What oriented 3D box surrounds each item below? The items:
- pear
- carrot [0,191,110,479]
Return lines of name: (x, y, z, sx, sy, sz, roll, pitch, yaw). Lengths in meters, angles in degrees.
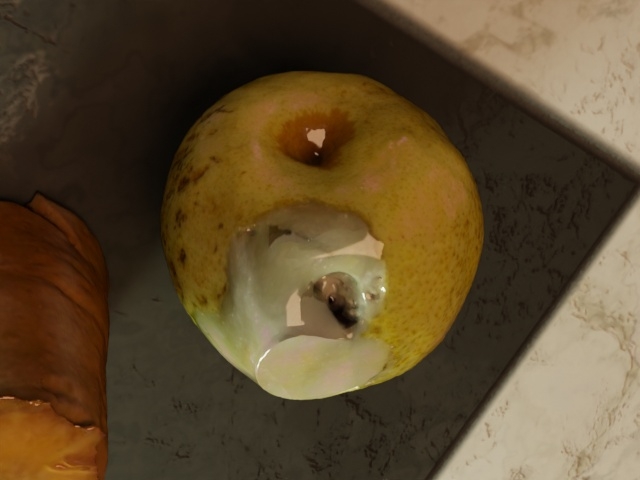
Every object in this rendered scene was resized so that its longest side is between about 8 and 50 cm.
pear: (0.000, 0.000, 0.991, 0.271, 0.271, 0.271, -12, 122, -20)
carrot: (-0.228, 0.103, 0.936, 0.196, 0.254, 0.196, -10, 122, -17)
